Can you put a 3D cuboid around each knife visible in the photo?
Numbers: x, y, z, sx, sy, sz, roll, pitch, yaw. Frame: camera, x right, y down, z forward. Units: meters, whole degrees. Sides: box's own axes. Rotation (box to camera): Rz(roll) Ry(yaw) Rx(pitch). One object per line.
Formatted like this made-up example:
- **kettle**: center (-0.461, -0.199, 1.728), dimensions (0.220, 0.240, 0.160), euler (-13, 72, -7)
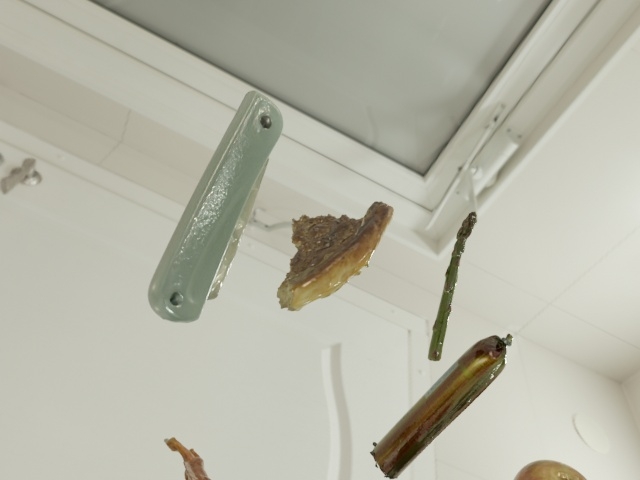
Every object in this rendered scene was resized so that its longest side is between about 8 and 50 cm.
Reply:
- **knife**: center (-0.063, -0.022, 0.337), dimensions (0.023, 0.044, 0.162), euler (-3, -120, 54)

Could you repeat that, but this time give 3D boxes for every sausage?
- **sausage**: center (0.224, 0.297, 0.949), dimensions (0.371, 0.082, 0.082), euler (-55, -167, 23)

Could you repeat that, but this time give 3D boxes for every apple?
- **apple**: center (0.561, 0.632, 1.232), dimensions (0.209, 0.209, 0.164), euler (-78, -171, -54)

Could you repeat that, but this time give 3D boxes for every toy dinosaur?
- **toy dinosaur**: center (-0.196, 0.417, 0.876), dimensions (0.057, 0.142, 0.212), euler (-36, -160, -26)

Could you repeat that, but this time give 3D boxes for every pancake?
- **pancake**: center (0.000, 0.000, 0.897), dimensions (0.266, 0.057, 0.244), euler (-32, -145, -19)

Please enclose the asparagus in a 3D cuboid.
- **asparagus**: center (0.206, 0.073, 0.815), dimensions (0.024, 0.025, 0.248), euler (-147, -112, -68)
